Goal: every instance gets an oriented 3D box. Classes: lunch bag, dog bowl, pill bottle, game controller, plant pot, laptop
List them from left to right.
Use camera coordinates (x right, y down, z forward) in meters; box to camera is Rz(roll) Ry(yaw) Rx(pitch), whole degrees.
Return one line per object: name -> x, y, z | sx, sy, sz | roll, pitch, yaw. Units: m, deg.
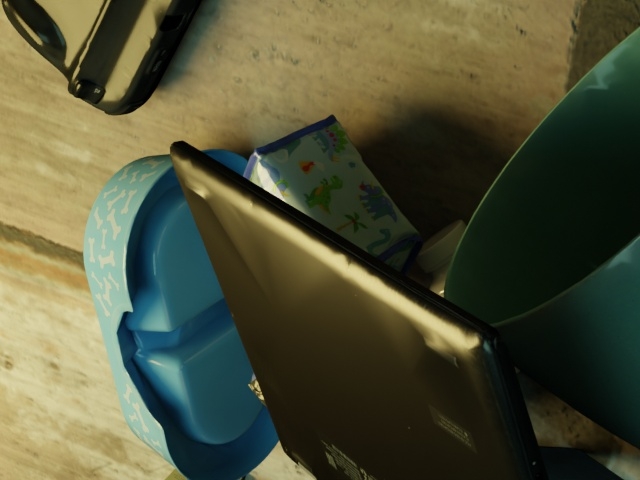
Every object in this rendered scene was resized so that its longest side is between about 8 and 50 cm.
game controller -> -0.153, -0.244, 1.264 | 0.166, 0.067, 0.319 | 50, 134, 17
dog bowl -> -0.109, 0.061, 1.355 | 0.074, 0.166, 0.297 | 13, 125, 40
lunch bag -> 0.000, 0.000, 1.260 | 0.129, 0.096, 0.151 | 55, 150, 19
pill bottle -> 0.123, 0.044, 1.246 | 0.065, 0.065, 0.116 | -32, 98, 42
laptop -> 0.139, 0.109, 1.031 | 0.382, 0.236, 0.408 | 31, 146, 56
plant pot -> 0.260, 0.014, 1.003 | 0.235, 0.293, 0.293 | 41, 134, -13

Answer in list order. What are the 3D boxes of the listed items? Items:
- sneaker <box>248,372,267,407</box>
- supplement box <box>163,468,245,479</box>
sneaker -> 0.036, 0.095, 1.254 | 0.083, 0.221, 0.087 | 44, 124, 33
supplement box -> -0.121, 0.254, 1.529 | 0.056, 0.083, 0.083 | 30, 129, 14
